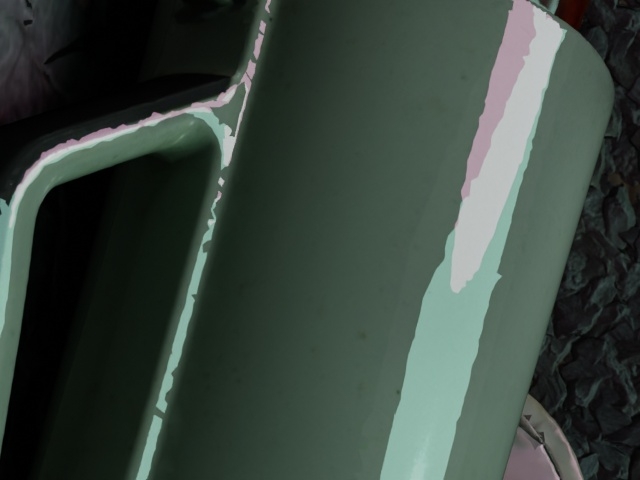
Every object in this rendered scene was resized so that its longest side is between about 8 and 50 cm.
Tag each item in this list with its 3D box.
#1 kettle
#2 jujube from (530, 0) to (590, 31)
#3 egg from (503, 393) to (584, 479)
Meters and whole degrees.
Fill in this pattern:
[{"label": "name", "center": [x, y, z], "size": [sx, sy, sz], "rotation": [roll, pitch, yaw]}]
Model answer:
[{"label": "kettle", "center": [-0.042, 0.049, 0.727], "size": [0.361, 0.250, 0.377], "rotation": [33, 68, -51]}, {"label": "jujube", "center": [0.088, -0.135, 0.976], "size": [0.190, 0.190, 0.255], "rotation": [-65, 157, -44]}, {"label": "egg", "center": [0.052, 0.226, 1.051], "size": [0.174, 0.264, 0.286], "rotation": [60, 41, -74]}]
